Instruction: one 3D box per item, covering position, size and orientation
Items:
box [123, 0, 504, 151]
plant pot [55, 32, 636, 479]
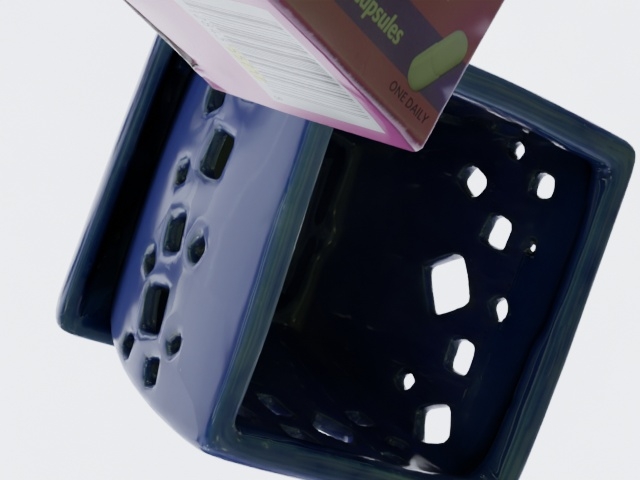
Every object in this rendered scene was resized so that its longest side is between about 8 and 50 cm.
[{"bbox_3d":[0.002,-0.194,0.676,0.213,0.117,0.243,42,-107,-47],"label":"box"},{"bbox_3d":[0.000,0.000,1.081,0.236,0.212,0.236,18,-86,-41],"label":"plant pot"}]
